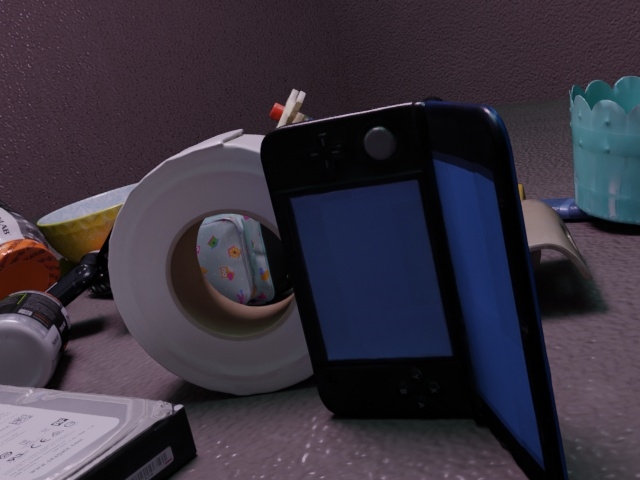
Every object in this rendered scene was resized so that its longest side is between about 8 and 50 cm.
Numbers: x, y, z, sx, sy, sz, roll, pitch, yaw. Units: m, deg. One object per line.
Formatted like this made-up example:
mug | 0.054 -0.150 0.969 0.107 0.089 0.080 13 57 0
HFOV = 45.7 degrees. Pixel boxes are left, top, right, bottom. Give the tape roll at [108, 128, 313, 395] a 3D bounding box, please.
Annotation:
tape roll | -0.087 0.024 0.853 0.287 0.286 0.100 -10 14 12

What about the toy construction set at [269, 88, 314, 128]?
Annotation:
toy construction set | 0.051 -0.150 1.327 0.328 0.214 0.151 21 -12 5

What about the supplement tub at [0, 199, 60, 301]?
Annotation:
supplement tub | -0.654 0.011 1.417 0.338 0.207 0.207 28 35 30

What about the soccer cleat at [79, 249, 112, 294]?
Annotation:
soccer cleat | -0.308 0.044 1.381 0.318 0.108 0.116 -4 12 42

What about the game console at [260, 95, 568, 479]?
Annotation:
game console | 0.060 0.044 0.612 0.250 0.292 0.173 -7 14 25

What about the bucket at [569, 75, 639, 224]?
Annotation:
bucket | 0.512 -0.143 1.147 0.282 0.183 0.281 -5 19 2

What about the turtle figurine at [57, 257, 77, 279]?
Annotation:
turtle figurine | -0.636 0.049 1.660 0.270 0.087 0.217 17 -1 -38

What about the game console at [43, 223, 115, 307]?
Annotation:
game console | -0.376 0.045 1.239 0.361 0.044 0.213 -39 16 3

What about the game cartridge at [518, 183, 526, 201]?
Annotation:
game cartridge | 0.201 -0.015 1.278 0.286 0.052 0.323 -8 16 18

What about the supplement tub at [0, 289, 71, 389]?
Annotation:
supplement tub | -0.414 0.138 1.054 0.117 0.116 0.190 -14 13 -6

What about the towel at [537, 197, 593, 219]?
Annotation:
towel | 0.409 -0.051 1.258 0.120 0.029 0.067 0 16 39

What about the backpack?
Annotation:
backpack | -0.153 0.028 1.165 0.189 0.165 0.144 -9 8 32

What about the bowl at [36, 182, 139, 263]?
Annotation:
bowl | -0.427 -0.014 1.597 0.290 0.155 0.289 -15 15 4

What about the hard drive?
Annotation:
hard drive | -0.322 0.223 0.735 0.339 0.064 0.237 -4 15 35

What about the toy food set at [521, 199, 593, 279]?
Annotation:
toy food set | 0.181 0.044 0.992 0.306 0.092 0.219 -18 12 15
